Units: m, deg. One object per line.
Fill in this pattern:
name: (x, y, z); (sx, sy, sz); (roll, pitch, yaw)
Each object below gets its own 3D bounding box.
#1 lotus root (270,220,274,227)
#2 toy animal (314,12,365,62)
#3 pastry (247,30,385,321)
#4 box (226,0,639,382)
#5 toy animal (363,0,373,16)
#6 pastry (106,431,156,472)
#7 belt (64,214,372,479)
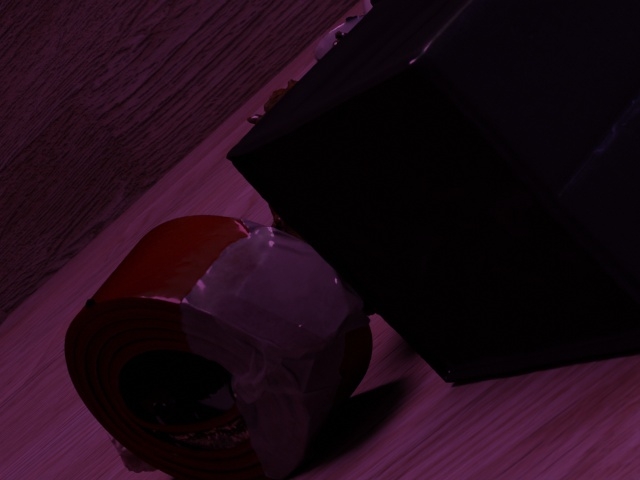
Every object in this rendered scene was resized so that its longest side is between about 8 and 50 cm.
lotus root: (-0.002, 0.002, 2.140); (0.203, 0.078, 0.183); (-36, 24, 57)
toy animal: (0.086, -0.145, 2.150); (0.131, 0.221, 0.104); (-15, -30, -13)
pastry: (0.074, -0.054, 1.690); (0.275, 0.275, 0.193); (-47, -32, -15)
box: (0.133, -0.068, 1.373); (0.204, 0.251, 0.345); (-48, 11, -22)
toy animal: (0.115, -0.161, 1.851); (0.266, 0.212, 0.212); (-67, -5, 35)
pastry: (-0.124, 0.135, 2.003); (0.112, 0.103, 0.265); (-30, 18, 30)
belt: (-0.089, 0.095, 1.656); (0.115, 0.227, 0.324); (-53, 12, -33)
